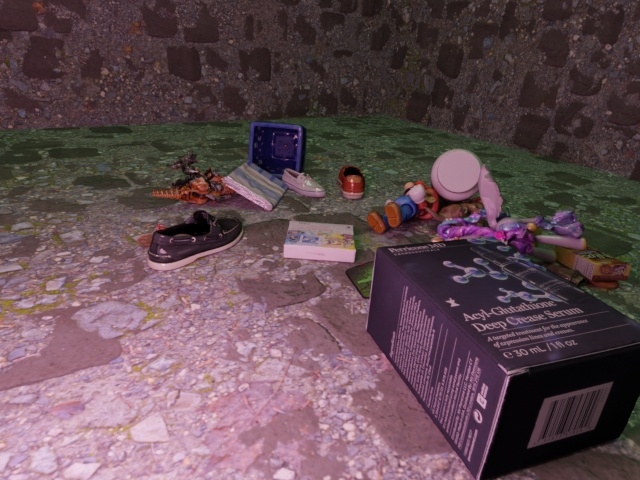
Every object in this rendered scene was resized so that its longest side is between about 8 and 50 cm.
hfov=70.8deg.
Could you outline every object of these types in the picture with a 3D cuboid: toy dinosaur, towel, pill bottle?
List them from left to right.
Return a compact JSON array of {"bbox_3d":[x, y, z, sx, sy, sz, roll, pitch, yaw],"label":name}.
[{"bbox_3d":[-0.443,-0.205,1.626,0.218,0.164,0.322,41,18,29],"label":"toy dinosaur"},{"bbox_3d":[-0.237,-0.216,1.709,0.209,0.034,0.285,32,24,-4],"label":"towel"},{"bbox_3d":[0.506,-0.236,1.674,0.188,0.188,0.334,10,4,13],"label":"pill bottle"},{"bbox_3d":[0.485,-0.091,1.549,0.295,0.127,0.200,-1,25,-2],"label":"toy dinosaur"}]

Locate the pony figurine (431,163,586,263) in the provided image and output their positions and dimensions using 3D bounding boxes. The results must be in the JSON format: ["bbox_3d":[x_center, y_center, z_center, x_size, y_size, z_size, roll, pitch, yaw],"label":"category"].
[{"bbox_3d":[0.515,-0.021,1.253,0.363,0.303,0.351,4,-13,5],"label":"pony figurine"}]

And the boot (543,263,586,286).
[{"bbox_3d":[0.675,0.100,1.250,0.118,0.042,0.087,-11,30,-30],"label":"boot"}]

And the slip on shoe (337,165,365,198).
[{"bbox_3d":[0.135,-0.271,1.911,0.123,0.101,0.331,3,23,0],"label":"slip on shoe"}]

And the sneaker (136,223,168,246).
[{"bbox_3d":[-0.483,-0.015,1.306,0.118,0.042,0.067,-9,30,-43],"label":"sneaker"}]

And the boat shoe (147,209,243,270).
[{"bbox_3d":[-0.342,-0.028,1.272,0.127,0.113,0.340,20,28,31],"label":"boat shoe"}]

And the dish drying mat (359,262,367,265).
[{"bbox_3d":[0.137,0.083,1.235,0.032,0.008,0.083,-4,26,-16],"label":"dish drying mat"}]

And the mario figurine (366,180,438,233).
[{"bbox_3d":[0.288,-0.140,1.567,0.198,0.170,0.320,20,30,35],"label":"mario figurine"}]

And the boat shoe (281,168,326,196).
[{"bbox_3d":[-0.073,-0.236,1.826,0.226,0.076,0.083,20,29,31],"label":"boat shoe"}]

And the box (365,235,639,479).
[{"bbox_3d":[0.304,0.171,0.824,0.293,0.212,0.395,-6,25,-20],"label":"box"}]

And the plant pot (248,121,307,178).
[{"bbox_3d":[-0.178,-0.413,2.026,0.236,0.236,0.212,8,18,9],"label":"plant pot"}]

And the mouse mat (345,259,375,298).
[{"bbox_3d":[0.172,0.084,1.177,0.189,0.007,0.152,-18,28,-10],"label":"mouse mat"}]

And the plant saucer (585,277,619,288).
[{"bbox_3d":[0.801,0.111,1.280,0.083,0.013,0.083,4,24,-2],"label":"plant saucer"}]

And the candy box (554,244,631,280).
[{"bbox_3d":[0.786,0.061,1.315,0.109,0.053,0.187,1,18,-6],"label":"candy box"}]

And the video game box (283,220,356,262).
[{"bbox_3d":[0.000,0.000,1.350,0.205,0.048,0.187,4,22,0],"label":"video game box"}]

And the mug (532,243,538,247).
[{"bbox_3d":[0.687,-0.014,1.476,0.062,0.064,0.078,-18,33,-42],"label":"mug"}]
